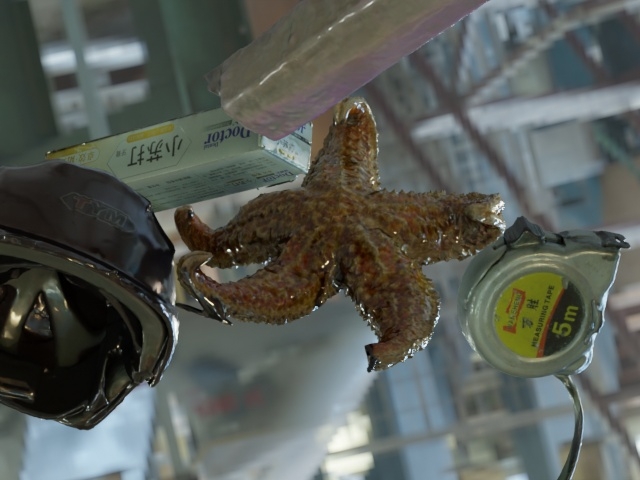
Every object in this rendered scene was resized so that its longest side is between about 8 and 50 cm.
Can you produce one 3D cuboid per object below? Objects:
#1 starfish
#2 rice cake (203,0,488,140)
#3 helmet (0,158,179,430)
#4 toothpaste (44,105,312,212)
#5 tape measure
[{"bbox_3d":[-0.003,-0.002,1.658,0.312,0.113,0.303,22,-137,36],"label":"starfish"},{"bbox_3d":[0.067,-0.181,1.445,0.070,0.064,0.399,29,135,-35],"label":"rice cake"},{"bbox_3d":[-0.226,0.024,1.713,0.225,0.177,0.305,29,141,-17],"label":"helmet"},{"bbox_3d":[-0.154,-0.078,2.069,0.312,0.071,0.089,-11,154,36],"label":"toothpaste"},{"bbox_3d":[0.196,0.138,1.974,0.164,0.330,0.084,13,-162,-4],"label":"tape measure"}]
